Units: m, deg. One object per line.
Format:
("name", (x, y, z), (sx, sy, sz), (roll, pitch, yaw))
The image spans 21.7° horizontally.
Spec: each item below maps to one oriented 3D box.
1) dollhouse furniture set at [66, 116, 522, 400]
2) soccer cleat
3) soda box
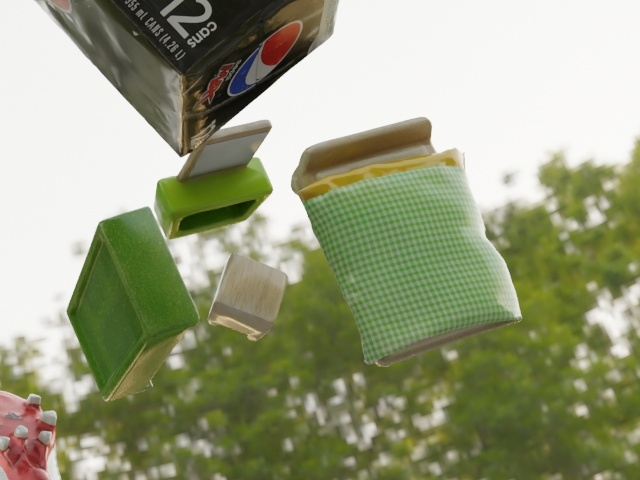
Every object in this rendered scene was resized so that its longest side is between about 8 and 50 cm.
("dollhouse furniture set", (0.000, 0.000, 0.511), (0.152, 0.076, 0.058), (-15, -19, -27))
("soccer cleat", (-0.088, 0.075, 0.490), (0.029, 0.083, 0.035), (7, -62, -35))
("soda box", (-0.069, -0.103, 0.403), (0.053, 0.169, 0.060), (-40, -9, -14))
